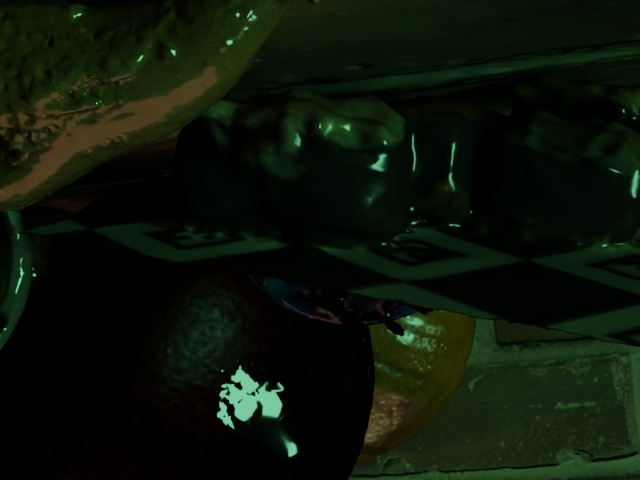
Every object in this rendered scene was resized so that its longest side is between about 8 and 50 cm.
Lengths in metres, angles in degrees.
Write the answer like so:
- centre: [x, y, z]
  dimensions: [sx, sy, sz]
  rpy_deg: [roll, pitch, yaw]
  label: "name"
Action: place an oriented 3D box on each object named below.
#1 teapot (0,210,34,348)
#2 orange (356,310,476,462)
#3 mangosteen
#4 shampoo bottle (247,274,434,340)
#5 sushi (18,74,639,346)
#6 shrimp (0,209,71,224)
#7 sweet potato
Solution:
- centre: [-0.259, 0.019, 0.429]
  dimensions: [0.295, 0.129, 0.193]
  rpy_deg: [-5, 178, -8]
  label: "teapot"
- centre: [0.016, 0.070, 0.950]
  dimensions: [0.240, 0.240, 0.171]
  rpy_deg: [-8, 159, 44]
  label: "orange"
- centre: [-0.110, 0.094, 0.743]
  dimensions: [0.297, 0.297, 0.293]
  rpy_deg: [-8, 145, 40]
  label: "mangosteen"
- centre: [0.000, 0.000, 0.535]
  dimensions: [0.087, 0.050, 0.183]
  rpy_deg: [2, -166, -18]
  label: "shampoo bottle"
- centre: [0.080, -0.036, 0.468]
  dimensions: [0.292, 0.059, 0.294]
  rpy_deg: [9, -165, 25]
  label: "sushi"
- centre: [-0.242, 0.013, 0.896]
  dimensions: [0.042, 0.101, 0.190]
  rpy_deg: [37, -163, 10]
  label: "shrimp"
- centre: [-0.093, -0.039, 0.328]
  dimensions: [0.206, 0.060, 0.068]
  rpy_deg: [-15, 166, 16]
  label: "sweet potato"
